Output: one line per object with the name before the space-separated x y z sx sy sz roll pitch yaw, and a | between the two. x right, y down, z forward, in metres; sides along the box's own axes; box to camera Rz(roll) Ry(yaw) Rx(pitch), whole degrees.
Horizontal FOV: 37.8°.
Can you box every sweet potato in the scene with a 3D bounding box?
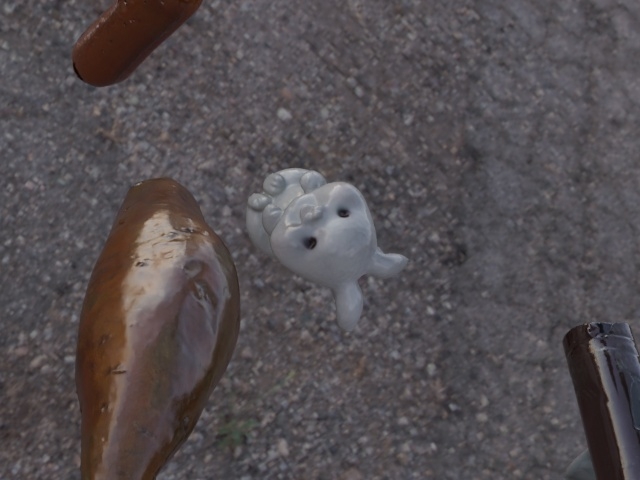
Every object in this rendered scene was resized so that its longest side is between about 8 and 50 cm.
sweet potato | -0.105 0.046 0.627 0.112 0.112 0.359 28 33 -21

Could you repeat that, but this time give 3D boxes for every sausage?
sausage | -0.295 -0.330 1.455 0.102 0.330 0.102 18 60 -35

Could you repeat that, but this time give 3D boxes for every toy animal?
toy animal | 0.002 0.000 1.158 0.193 0.127 0.178 34 -16 46

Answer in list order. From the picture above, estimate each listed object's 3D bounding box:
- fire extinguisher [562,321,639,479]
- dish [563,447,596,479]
fire extinguisher | 0.292 0.196 0.855 0.072 0.089 0.267 30 41 -35
dish | 0.452 0.307 1.292 0.229 0.229 0.081 1 48 -40
